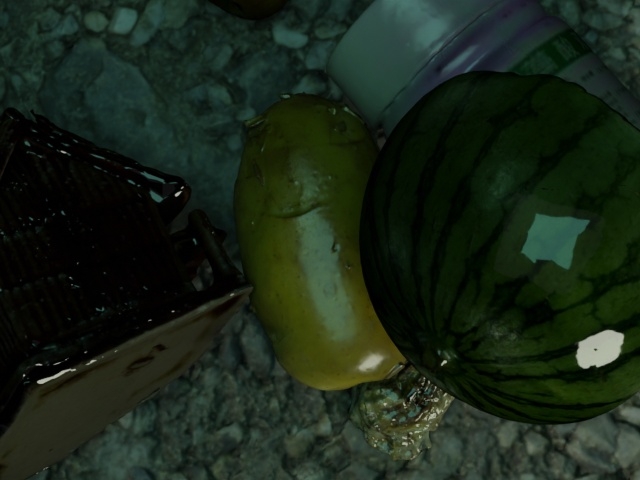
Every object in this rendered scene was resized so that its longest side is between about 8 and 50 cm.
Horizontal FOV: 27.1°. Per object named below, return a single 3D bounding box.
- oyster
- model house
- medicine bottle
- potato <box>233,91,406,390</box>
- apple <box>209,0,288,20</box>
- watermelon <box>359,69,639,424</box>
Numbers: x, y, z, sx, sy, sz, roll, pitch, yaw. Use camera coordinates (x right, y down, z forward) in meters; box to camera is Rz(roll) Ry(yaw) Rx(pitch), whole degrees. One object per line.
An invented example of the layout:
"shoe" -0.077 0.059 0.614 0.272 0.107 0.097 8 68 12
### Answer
"oyster" 0.093 0.142 1.364 0.108 0.053 0.166 36 96 17
"model house" -0.286 0.050 1.347 0.283 0.297 0.317 55 133 18
"medicine bottle" 0.186 -0.115 1.297 0.212 0.212 0.325 -41 82 1
"potato" 0.000 0.000 1.335 0.172 0.140 0.300 -14 83 13
"apple" -0.077 -0.287 1.391 0.114 0.099 0.102 20 80 32
"watermelon" 0.151 0.026 1.130 0.330 0.331 0.189 40 47 7
